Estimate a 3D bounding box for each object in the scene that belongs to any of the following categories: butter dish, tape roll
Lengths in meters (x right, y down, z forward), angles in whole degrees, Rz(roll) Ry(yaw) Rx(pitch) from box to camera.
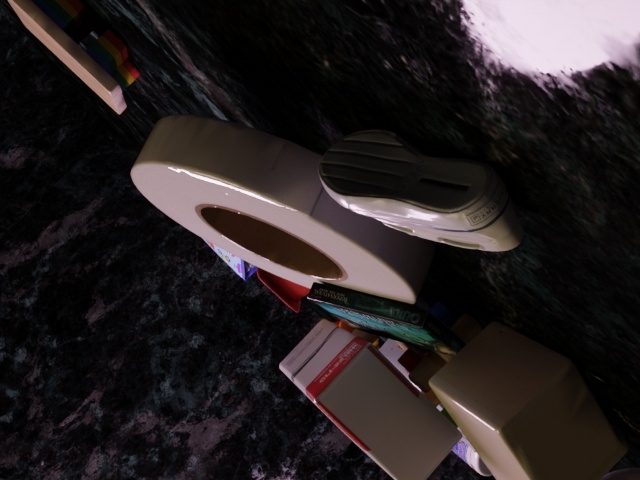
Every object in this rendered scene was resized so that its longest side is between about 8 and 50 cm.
[{"bbox_3d":[-0.050,0.044,1.766,0.160,0.118,0.159,47,-148,-37],"label":"butter dish"},{"bbox_3d":[-0.047,-0.025,1.031,0.392,0.072,0.392,23,167,6],"label":"tape roll"}]

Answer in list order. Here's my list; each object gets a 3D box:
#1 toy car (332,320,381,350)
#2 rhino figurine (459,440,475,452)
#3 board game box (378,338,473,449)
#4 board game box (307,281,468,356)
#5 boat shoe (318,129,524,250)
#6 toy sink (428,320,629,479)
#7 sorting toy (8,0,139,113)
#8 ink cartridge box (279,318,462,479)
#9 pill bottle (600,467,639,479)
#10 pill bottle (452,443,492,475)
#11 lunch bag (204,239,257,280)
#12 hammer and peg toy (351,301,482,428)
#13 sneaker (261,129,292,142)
[{"bbox_3d":[0.074,0.214,1.810,0.182,0.136,0.159,73,178,-76],"label":"toy car"},{"bbox_3d":[0.316,0.411,1.908,0.073,0.106,0.243,47,172,-31],"label":"rhino figurine"},{"bbox_3d":[0.276,0.329,1.704,0.303,0.097,0.224,46,171,-35],"label":"board game box"},{"bbox_3d":[0.089,0.106,1.092,0.186,0.026,0.126,12,162,40],"label":"board game box"},{"bbox_3d":[0.079,-0.035,0.718,0.076,0.083,0.226,49,170,-33],"label":"boat shoe"},{"bbox_3d":[0.272,0.237,1.030,0.234,0.131,0.153,54,168,-24],"label":"toy sink"},{"bbox_3d":[-0.455,-0.378,1.571,0.257,0.089,0.255,44,173,-7],"label":"sorting toy"},{"bbox_3d":[0.063,0.236,1.237,0.197,0.114,0.273,45,171,-11],"label":"ink cartridge box"},{"bbox_3d":[0.448,0.427,1.088,0.161,0.161,0.283,35,169,48],"label":"pill bottle"},{"bbox_3d":[0.363,0.474,1.995,0.112,0.112,0.187,48,171,-33],"label":"pill bottle"},{"bbox_3d":[-0.247,-0.066,2.178,0.221,0.138,0.293,42,164,26],"label":"lunch bag"},{"bbox_3d":[0.164,0.180,1.312,0.266,0.127,0.361,47,172,-27],"label":"hammer and peg toy"},{"bbox_3d":[-0.036,-0.091,1.110,0.170,0.063,0.075,43,-174,-41],"label":"sneaker"}]
